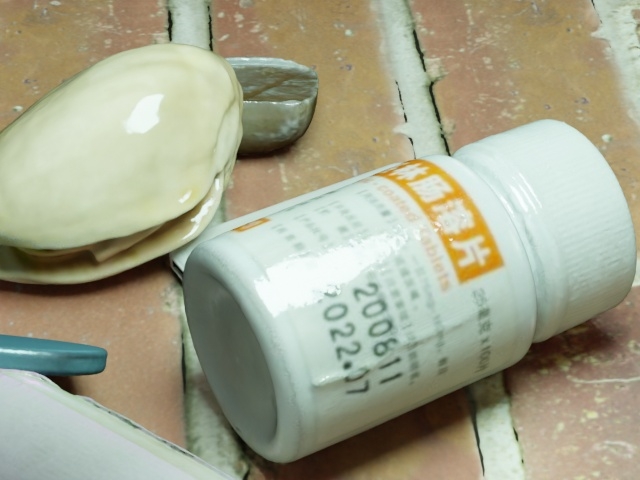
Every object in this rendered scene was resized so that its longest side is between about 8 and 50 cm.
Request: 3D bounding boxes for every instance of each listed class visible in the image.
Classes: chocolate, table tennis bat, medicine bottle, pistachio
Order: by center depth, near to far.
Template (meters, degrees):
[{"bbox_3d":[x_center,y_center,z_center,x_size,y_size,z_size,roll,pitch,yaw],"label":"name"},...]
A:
[{"bbox_3d":[0.081,0.038,1.618,0.371,0.211,0.211,-22,43,-22],"label":"medicine bottle"},{"bbox_3d":[-0.338,0.091,1.636,0.329,0.044,0.215,7,1,38],"label":"table tennis bat"},{"bbox_3d":[-0.213,-0.076,1.777,0.318,0.193,0.214,-27,59,-11],"label":"pistachio"},{"bbox_3d":[-0.129,-0.138,1.956,0.254,0.080,0.157,1,24,1],"label":"chocolate"}]

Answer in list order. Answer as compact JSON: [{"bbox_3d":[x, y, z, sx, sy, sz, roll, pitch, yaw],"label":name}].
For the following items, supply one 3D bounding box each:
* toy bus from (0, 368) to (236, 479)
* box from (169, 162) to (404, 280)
[{"bbox_3d":[-0.165,0.231,1.429,0.386,0.162,0.171,23,46,29],"label":"toy bus"},{"bbox_3d":[0.000,0.000,1.805,0.285,0.044,0.142,-20,40,-20],"label":"box"}]
